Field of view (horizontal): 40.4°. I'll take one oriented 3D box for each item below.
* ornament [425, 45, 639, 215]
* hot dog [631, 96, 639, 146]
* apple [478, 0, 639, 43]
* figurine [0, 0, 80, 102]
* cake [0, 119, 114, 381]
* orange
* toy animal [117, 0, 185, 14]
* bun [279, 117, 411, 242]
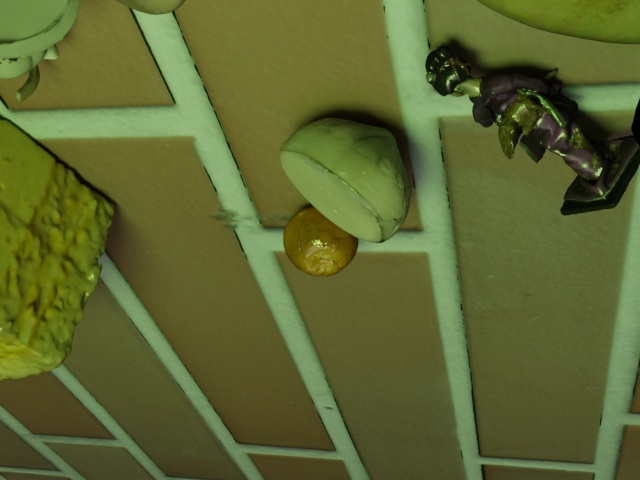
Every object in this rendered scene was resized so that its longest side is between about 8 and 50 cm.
[{"bbox_3d":[0.176,-0.107,0.764,0.203,0.088,0.081,30,167,-7],"label":"ornament"},{"bbox_3d":[0.375,-0.167,0.591,0.326,0.107,0.194,-8,152,10],"label":"hot dog"},{"bbox_3d":[0.163,-0.236,0.425,0.257,0.233,0.256,9,148,5],"label":"apple"},{"bbox_3d":[-0.275,-0.177,0.742,0.132,0.132,0.153,19,157,-12],"label":"figurine"},{"bbox_3d":[-0.409,-0.003,0.927,0.228,0.222,0.286,-17,137,32],"label":"cake"},{"bbox_3d":[0.000,0.000,0.959,0.083,0.070,0.083,1,136,1],"label":"orange"},{"bbox_3d":[-0.108,-0.264,0.514,0.210,0.229,0.221,-21,-174,-1],"label":"toy animal"},{"bbox_3d":[0.035,-0.070,0.834,0.138,0.094,0.138,36,166,11],"label":"bun"}]
